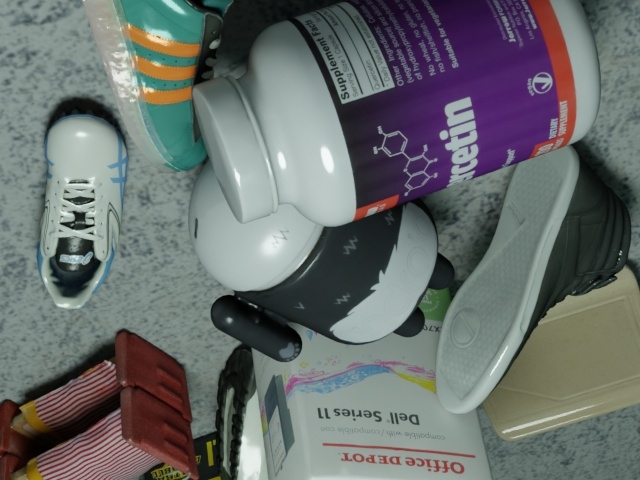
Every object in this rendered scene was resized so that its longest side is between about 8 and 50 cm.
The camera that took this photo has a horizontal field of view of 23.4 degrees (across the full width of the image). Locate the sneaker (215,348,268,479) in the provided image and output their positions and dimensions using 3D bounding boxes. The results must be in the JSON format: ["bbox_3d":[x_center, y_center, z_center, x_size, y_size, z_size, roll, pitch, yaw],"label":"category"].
[{"bbox_3d":[-0.020,0.328,1.741,0.182,0.158,0.410,1,93,-15],"label":"sneaker"}]

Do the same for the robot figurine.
[{"bbox_3d":[0.000,-0.002,1.506,0.278,0.209,0.174,28,147,-37],"label":"robot figurine"}]

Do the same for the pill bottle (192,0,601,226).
[{"bbox_3d":[0.063,-0.123,1.324,0.323,0.181,0.181,-20,140,-10],"label":"pill bottle"}]

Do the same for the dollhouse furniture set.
[{"bbox_3d":[-0.328,0.164,1.636,0.201,0.152,0.374,-32,135,23],"label":"dollhouse furniture set"}]

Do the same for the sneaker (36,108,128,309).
[{"bbox_3d":[-0.230,-0.027,1.491,0.085,0.086,0.237,1,137,-11],"label":"sneaker"}]

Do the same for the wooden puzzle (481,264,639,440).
[{"bbox_3d":[0.281,0.130,1.819,0.221,0.044,0.238,-19,134,10],"label":"wooden puzzle"}]

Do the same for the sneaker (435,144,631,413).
[{"bbox_3d":[0.228,0.055,1.585,0.147,0.105,0.295,25,89,-39],"label":"sneaker"}]

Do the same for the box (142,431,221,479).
[{"bbox_3d":[-0.025,0.311,1.930,0.322,0.079,0.257,-20,137,11],"label":"box"}]

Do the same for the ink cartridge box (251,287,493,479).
[{"bbox_3d":[0.053,0.195,1.598,0.207,0.353,0.119,7,138,-20],"label":"ink cartridge box"}]

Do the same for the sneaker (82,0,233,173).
[{"bbox_3d":[-0.122,-0.175,1.325,0.121,0.108,0.302,-10,138,5],"label":"sneaker"}]

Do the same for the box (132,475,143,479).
[{"bbox_3d":[-0.222,0.356,1.948,0.067,0.063,0.324,-21,138,15],"label":"box"}]
